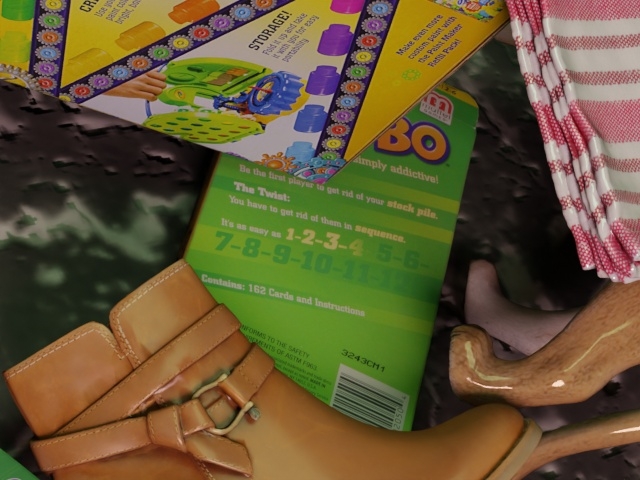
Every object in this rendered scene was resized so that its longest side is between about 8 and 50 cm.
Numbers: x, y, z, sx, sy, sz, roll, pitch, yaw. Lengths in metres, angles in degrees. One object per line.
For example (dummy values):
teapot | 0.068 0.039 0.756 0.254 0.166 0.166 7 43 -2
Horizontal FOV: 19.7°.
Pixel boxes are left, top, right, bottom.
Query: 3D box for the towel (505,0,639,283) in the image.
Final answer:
towel | 0.143 -0.085 0.767 0.144 0.029 0.197 -9 81 -37

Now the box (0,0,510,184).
box | -0.072 -0.222 0.829 0.279 0.177 0.290 18 53 -28

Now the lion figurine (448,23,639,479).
lion figurine | 0.193 -0.044 0.880 0.240 0.142 0.392 5 72 7

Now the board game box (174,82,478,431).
board game box | 0.000 0.000 0.879 0.124 0.039 0.259 25 50 -10

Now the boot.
boot | -0.018 0.073 0.751 0.197 0.073 0.152 -28 83 -23

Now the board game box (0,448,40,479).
board game box | -0.265 0.132 0.622 0.213 0.046 0.317 38 47 2
